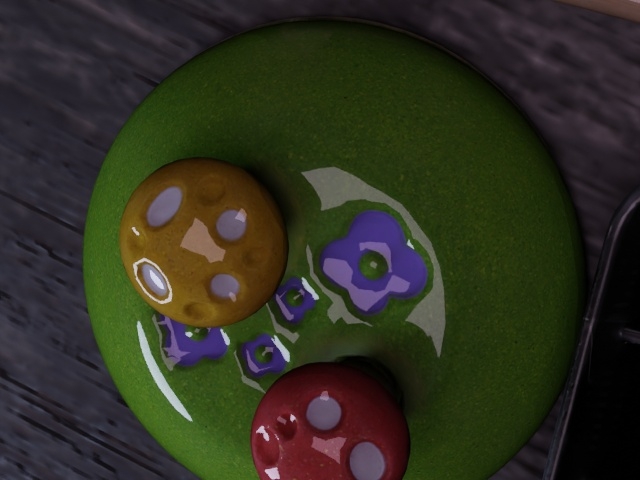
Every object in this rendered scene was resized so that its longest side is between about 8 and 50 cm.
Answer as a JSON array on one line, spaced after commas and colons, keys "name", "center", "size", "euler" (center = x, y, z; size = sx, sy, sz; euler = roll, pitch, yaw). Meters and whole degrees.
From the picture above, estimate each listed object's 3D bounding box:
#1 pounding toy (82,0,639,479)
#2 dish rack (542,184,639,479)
[{"name": "pounding toy", "center": [0.000, 0.000, 0.579], "size": [0.183, 0.110, 0.237], "euler": [23, 109, 9]}, {"name": "dish rack", "center": [0.196, 0.106, 0.511], "size": [0.271, 0.074, 0.208], "euler": [14, 92, 35]}]
